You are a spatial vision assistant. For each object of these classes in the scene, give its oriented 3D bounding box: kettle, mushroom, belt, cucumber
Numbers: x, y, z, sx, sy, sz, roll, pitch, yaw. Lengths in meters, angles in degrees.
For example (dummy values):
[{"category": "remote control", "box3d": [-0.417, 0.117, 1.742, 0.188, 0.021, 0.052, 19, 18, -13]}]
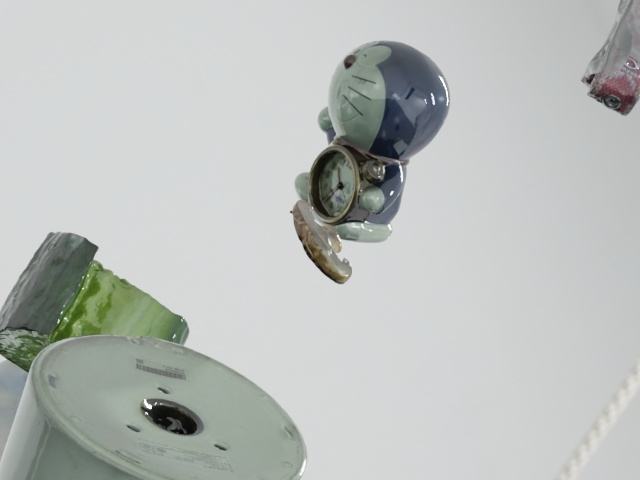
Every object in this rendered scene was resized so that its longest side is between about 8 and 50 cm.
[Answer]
[{"category": "kettle", "box3d": [-0.177, 0.237, 1.062, 0.265, 0.318, 0.205, 35, 24, 34]}, {"category": "mushroom", "box3d": [0.000, 0.000, 1.445, 0.019, 0.049, 0.101, -45, -113, 32]}, {"category": "belt", "box3d": [0.311, -0.212, 1.398, 0.053, 0.232, 0.071, 37, -31, -15]}, {"category": "cucumber", "box3d": [-0.245, 0.092, 1.498, 0.191, 0.130, 0.191, 27, -17, 9]}]

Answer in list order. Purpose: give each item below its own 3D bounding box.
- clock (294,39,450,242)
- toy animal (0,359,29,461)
[{"category": "clock", "box3d": [0.063, -0.132, 1.779, 0.146, 0.243, 0.199, 10, 20, -35]}, {"category": "toy animal", "box3d": [-0.321, 0.261, 1.744, 0.367, 0.196, 0.241, -15, -43, 23]}]
